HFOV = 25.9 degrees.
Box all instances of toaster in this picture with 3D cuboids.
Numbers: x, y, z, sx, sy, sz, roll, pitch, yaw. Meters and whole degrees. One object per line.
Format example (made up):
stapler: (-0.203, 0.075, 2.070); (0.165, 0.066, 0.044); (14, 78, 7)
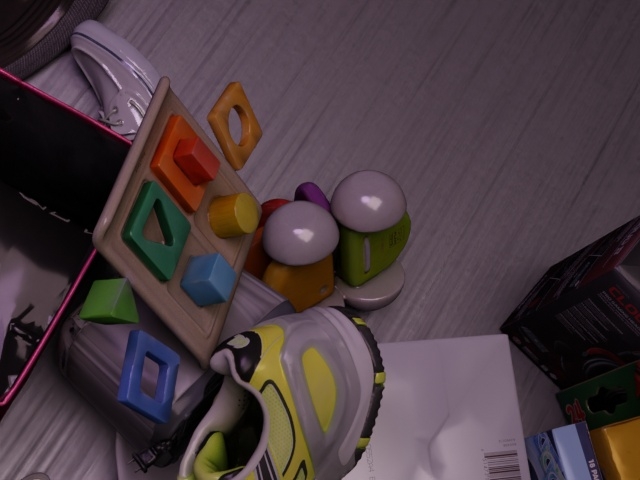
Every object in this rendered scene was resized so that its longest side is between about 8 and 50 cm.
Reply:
toaster: (-0.142, 0.101, 1.290); (0.146, 0.129, 0.227); (39, 59, 13)

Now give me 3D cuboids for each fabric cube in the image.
fabric cube: (-0.337, 0.002, 1.229); (0.259, 0.258, 0.254); (30, 69, -7)

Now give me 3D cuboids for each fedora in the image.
fedora: (-0.339, -0.270, 1.357); (0.124, 0.244, 0.275); (36, 66, 27)

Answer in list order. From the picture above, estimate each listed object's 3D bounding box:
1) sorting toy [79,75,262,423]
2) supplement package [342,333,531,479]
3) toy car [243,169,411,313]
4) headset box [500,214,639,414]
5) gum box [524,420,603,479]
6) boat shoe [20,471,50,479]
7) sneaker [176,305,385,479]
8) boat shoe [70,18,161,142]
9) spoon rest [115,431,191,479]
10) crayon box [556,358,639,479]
sorting toy: (-0.105, -0.016, 1.186); (0.196, 0.047, 0.348); (57, 38, -41)
supplement package: (0.085, 0.238, 1.351); (0.204, 0.145, 0.262); (-3, 75, -18)
toy car: (0.000, 0.000, 1.413); (0.182, 0.159, 0.136); (-26, 47, -22)
headset box: (0.343, 0.095, 1.395); (0.218, 0.293, 0.110); (44, 66, -2)
gum box: (0.226, 0.270, 1.365); (0.041, 0.184, 0.157); (-10, 78, -20)
boat shoe: (-0.288, 0.254, 1.289); (0.035, 0.035, 0.100); (47, 67, 0)
sneaker: (-0.066, 0.236, 1.236); (0.147, 0.145, 0.385); (1, 108, -35)
boat shoe: (-0.185, -0.121, 1.407); (0.226, 0.083, 0.076); (47, 66, -1)
spoon rest: (-0.150, 0.250, 1.308); (0.137, 0.084, 0.276); (23, 69, -8)
crayon box: (0.298, 0.293, 1.374); (0.081, 0.202, 0.319); (-13, 77, -20)
